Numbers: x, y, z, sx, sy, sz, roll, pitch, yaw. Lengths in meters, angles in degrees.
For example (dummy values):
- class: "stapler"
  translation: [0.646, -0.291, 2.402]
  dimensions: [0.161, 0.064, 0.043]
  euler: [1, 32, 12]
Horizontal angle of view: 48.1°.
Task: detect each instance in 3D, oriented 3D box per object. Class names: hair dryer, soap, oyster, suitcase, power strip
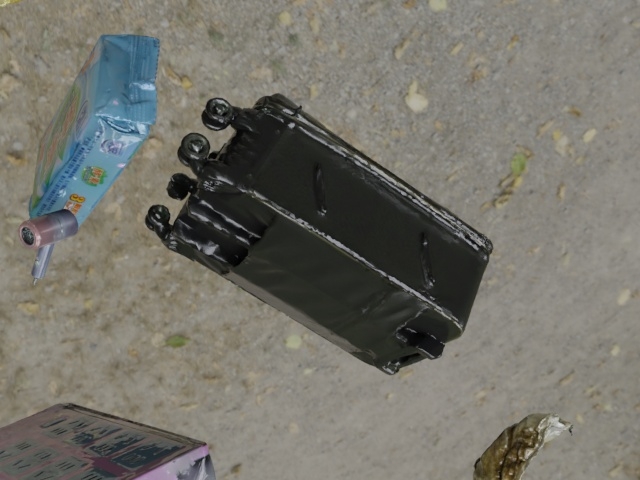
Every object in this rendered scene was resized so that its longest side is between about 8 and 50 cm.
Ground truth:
- class: "hair dryer"
  translation: [-0.349, 0.015, 0.895]
  dimensions: [0.063, 0.037, 0.114]
  euler: [-30, 154, -55]
- class: "soap"
  translation: [-0.305, -0.131, 0.938]
  dimensions: [0.077, 0.156, 0.293]
  euler: [17, 137, -34]
- class: "oyster"
  translation: [0.111, 0.136, 0.426]
  dimensions: [0.093, 0.034, 0.051]
  euler: [-56, 150, 8]
- class: "suitcase"
  translation: [0.000, 0.000, 0.967]
  dimensions: [0.434, 0.194, 0.283]
  euler: [33, 150, -8]
- class: "power strip"
  translation: [-0.187, 0.169, 0.534]
  dimensions: [0.109, 0.279, 0.038]
  euler: [-19, 98, -39]

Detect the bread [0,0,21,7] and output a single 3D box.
- class: "bread"
  translation: [-0.364, -0.351, 0.840]
  dimensions: [0.167, 0.264, 0.163]
  euler: [17, 162, 1]
